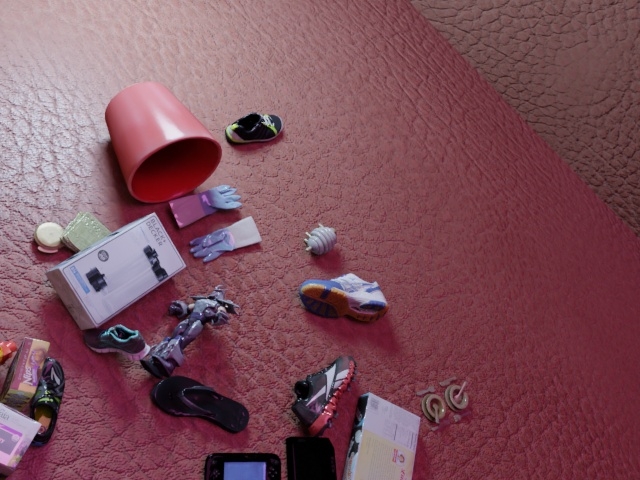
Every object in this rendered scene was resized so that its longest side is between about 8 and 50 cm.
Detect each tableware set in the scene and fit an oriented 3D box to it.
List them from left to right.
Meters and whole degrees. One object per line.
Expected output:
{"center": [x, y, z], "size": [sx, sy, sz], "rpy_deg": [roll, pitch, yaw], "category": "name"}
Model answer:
{"center": [0.395, 0.502, 1.969], "size": [0.194, 0.039, 0.128], "rpy_deg": [-10, 70, -38], "category": "tableware set"}

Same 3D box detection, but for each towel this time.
{"center": [-0.569, 0.005, 1.590], "size": [0.148, 0.027, 0.110], "rpy_deg": [44, 46, -21], "category": "towel"}

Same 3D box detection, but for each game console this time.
{"center": [-0.116, 0.594, 1.562], "size": [0.362, 0.044, 0.213], "rpy_deg": [11, 58, -29], "category": "game console"}

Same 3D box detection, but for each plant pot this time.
{"center": [-0.442, -0.277, 1.717], "size": [0.275, 0.275, 0.243], "rpy_deg": [-17, 66, -40], "category": "plant pot"}

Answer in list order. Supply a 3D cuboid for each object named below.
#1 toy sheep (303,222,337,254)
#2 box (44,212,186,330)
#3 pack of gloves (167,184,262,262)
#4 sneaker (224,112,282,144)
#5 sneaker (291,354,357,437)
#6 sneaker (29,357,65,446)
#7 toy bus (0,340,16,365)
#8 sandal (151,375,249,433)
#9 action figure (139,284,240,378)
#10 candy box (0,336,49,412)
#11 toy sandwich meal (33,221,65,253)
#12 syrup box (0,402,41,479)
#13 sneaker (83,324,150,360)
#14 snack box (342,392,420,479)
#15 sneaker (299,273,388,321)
{"center": [0.000, 0.000, 1.964], "size": [0.132, 0.091, 0.091], "rpy_deg": [-37, 87, -28], "category": "toy sheep"}
{"center": [-0.492, 0.070, 1.551], "size": [0.290, 0.087, 0.169], "rpy_deg": [-38, 106, -43], "category": "box"}
{"center": [-0.305, -0.047, 1.820], "size": [0.232, 0.046, 0.195], "rpy_deg": [-23, 90, -38], "category": "pack of gloves"}
{"center": [-0.197, -0.365, 2.028], "size": [0.235, 0.097, 0.084], "rpy_deg": [-27, 82, -41], "category": "sneaker"}
{"center": [0.007, 0.395, 1.726], "size": [0.135, 0.097, 0.276], "rpy_deg": [36, 42, 0], "category": "sneaker"}
{"center": [-0.585, 0.343, 1.362], "size": [0.067, 0.078, 0.188], "rpy_deg": [14, 56, -28], "category": "sneaker"}
{"center": [-0.706, 0.239, 1.254], "size": [0.149, 0.220, 0.211], "rpy_deg": [51, 42, 7], "category": "toy bus"}
{"center": [-0.285, 0.394, 1.553], "size": [0.255, 0.054, 0.097], "rpy_deg": [24, 53, -21], "category": "sandal"}
{"center": [-0.318, 0.210, 1.570], "size": [0.285, 0.185, 0.099], "rpy_deg": [-54, 124, -37], "category": "action figure"}
{"center": [-0.614, 0.283, 1.304], "size": [0.053, 0.187, 0.109], "rpy_deg": [19, 55, -24], "category": "candy box"}
{"center": [-0.660, -0.005, 1.548], "size": [0.086, 0.029, 0.085], "rpy_deg": [19, 52, -26], "category": "toy sandwich meal"}
{"center": [-0.618, 0.394, 1.203], "size": [0.093, 0.237, 0.096], "rpy_deg": [33, 50, -16], "category": "syrup box"}
{"center": [-0.476, 0.222, 1.471], "size": [0.167, 0.076, 0.065], "rpy_deg": [8, 40, 14], "category": "sneaker"}
{"center": [0.165, 0.604, 1.738], "size": [0.187, 0.060, 0.321], "rpy_deg": [30, 51, -16], "category": "snack box"}
{"center": [0.061, 0.159, 1.916], "size": [0.297, 0.112, 0.131], "rpy_deg": [17, 38, -28], "category": "sneaker"}
